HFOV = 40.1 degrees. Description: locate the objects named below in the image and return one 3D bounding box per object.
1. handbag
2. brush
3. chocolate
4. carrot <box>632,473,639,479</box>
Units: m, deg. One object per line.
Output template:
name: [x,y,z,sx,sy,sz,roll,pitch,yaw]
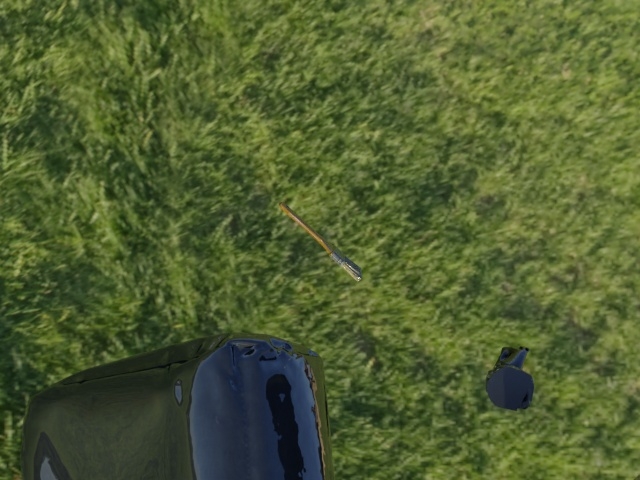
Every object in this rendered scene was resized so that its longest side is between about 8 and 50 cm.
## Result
handbag: [-0.114,0.251,0.749,0.178,0.275,0.302,19,59,-56]
brush: [0.000,0.000,1.328,0.170,0.014,0.043,42,12,-10]
chocolate: [0.253,0.184,1.170,0.070,0.072,0.147,59,15,7]
carrot: [0.392,0.362,0.939,0.224,0.340,0.224,45,12,-12]
